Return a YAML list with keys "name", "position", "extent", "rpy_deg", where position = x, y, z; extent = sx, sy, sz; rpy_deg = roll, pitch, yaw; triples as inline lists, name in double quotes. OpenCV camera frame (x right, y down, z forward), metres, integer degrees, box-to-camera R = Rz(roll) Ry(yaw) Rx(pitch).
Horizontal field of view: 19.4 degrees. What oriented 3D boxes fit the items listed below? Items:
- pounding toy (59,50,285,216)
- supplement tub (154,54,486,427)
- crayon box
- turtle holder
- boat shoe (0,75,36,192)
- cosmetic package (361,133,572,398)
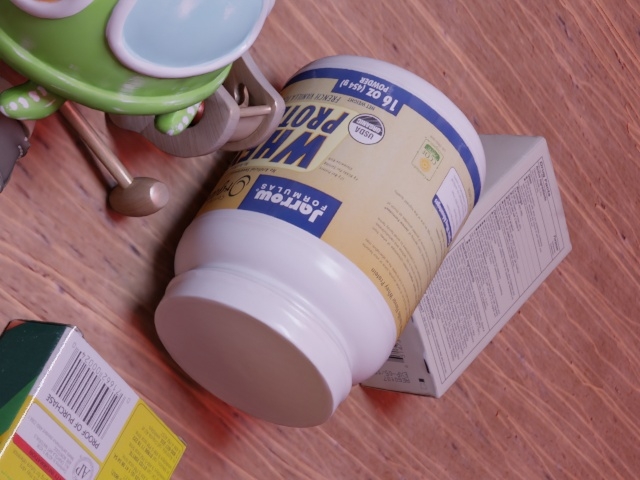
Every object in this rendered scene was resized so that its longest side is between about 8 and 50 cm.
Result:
- name: "pounding toy"
  position: [-0.138, -0.151, 1.672]
  extent: [0.155, 0.154, 0.269]
  rpy_deg: [-12, 103, -51]
- name: "supplement tub"
  position: [0.000, 0.000, 1.807]
  extent: [0.316, 0.228, 0.228]
  rpy_deg: [-58, 135, -30]
- name: "crayon box"
  position: [-0.262, 0.254, 1.621]
  extent: [0.202, 0.081, 0.318]
  rpy_deg: [53, 53, -41]
- name: "turtle holder"
  position: [-0.122, -0.224, 1.487]
  extent: [0.320, 0.227, 0.243]
  rpy_deg: [17, 44, -27]
- name: "boat shoe"
  position: [-0.336, -0.124, 1.458]
  extent: [0.305, 0.109, 0.091]
  rpy_deg: [41, 58, -51]
- name: "cosmetic package"
  position: [0.150, 0.022, 2.098]
  extent: [0.309, 0.113, 0.160]
  rpy_deg: [-43, 126, -41]
